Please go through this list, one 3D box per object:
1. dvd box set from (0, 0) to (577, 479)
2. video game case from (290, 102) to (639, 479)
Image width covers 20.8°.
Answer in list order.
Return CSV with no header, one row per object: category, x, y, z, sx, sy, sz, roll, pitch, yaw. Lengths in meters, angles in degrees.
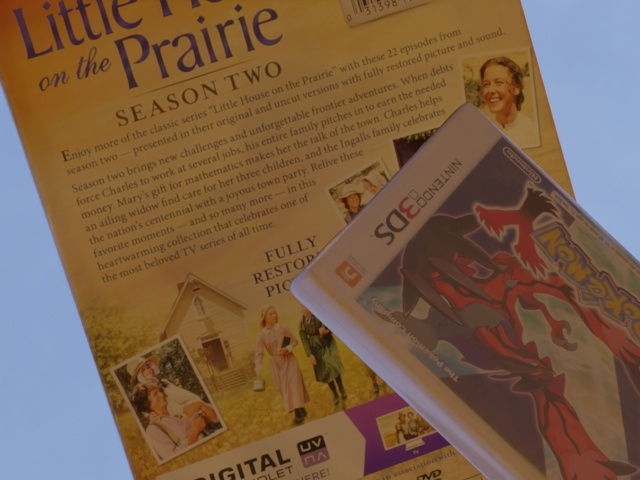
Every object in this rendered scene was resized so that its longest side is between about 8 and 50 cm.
dvd box set,0.000,0.000,1.031,0.308,0.062,0.420,-20,-80,-10
video game case,0.104,0.041,0.869,0.201,0.023,0.183,44,-137,0
